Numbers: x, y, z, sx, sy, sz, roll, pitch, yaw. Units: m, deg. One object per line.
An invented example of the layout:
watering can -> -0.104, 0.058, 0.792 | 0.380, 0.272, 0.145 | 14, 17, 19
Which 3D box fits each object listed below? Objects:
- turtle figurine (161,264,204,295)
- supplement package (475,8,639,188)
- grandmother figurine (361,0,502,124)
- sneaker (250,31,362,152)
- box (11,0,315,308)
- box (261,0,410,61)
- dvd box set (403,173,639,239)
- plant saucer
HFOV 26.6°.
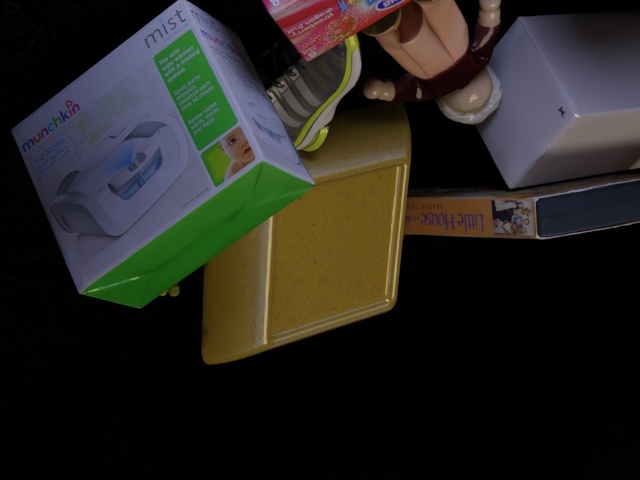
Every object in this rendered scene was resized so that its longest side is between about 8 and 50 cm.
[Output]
turtle figurine -> -0.184, -0.029, 1.806 | 0.270, 0.087, 0.217 | -23, 139, -35
supplement package -> 0.381, -0.206, 1.921 | 0.293, 0.175, 0.177 | -10, 154, -34
grandmother figurine -> 0.149, -0.235, 1.723 | 0.208, 0.104, 0.342 | -24, 156, 17
sneaker -> -0.036, -0.195, 1.605 | 0.121, 0.111, 0.300 | -12, 151, -22
box -> -0.177, -0.093, 1.506 | 0.262, 0.231, 0.127 | -34, 156, 17
box -> 0.051, -0.317, 1.411 | 0.257, 0.122, 0.128 | -30, 157, 7
dvd box set -> 0.285, -0.054, 1.998 | 0.308, 0.062, 0.420 | -10, -173, -33
plant saucer -> 0.000, 0.000, 1.835 | 0.333, 0.081, 0.332 | -15, 121, -35
